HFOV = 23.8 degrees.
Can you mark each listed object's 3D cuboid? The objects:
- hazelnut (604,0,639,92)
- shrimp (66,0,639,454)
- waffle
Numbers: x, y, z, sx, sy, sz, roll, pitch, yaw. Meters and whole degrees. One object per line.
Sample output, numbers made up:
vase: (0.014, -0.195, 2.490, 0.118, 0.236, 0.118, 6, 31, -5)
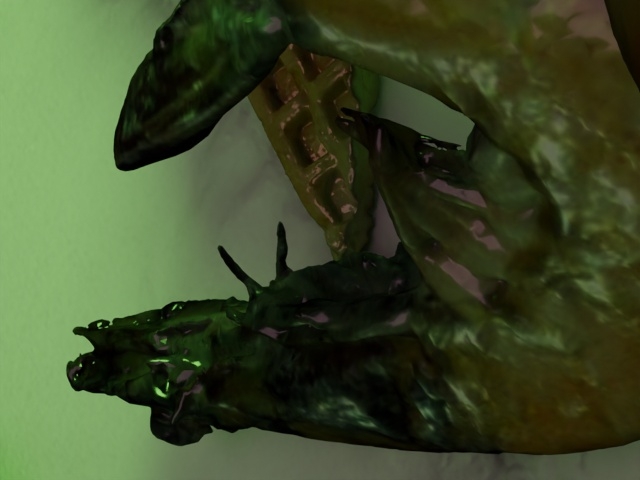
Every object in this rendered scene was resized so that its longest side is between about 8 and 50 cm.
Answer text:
hazelnut: (0.253, -0.125, 0.377, 0.366, 0.366, 0.366, -3, 86, 39)
shrimp: (0.000, 0.000, 0.668, 0.445, 0.085, 0.272, -19, 117, 45)
waffle: (0.023, -0.070, 0.763, 0.125, 0.032, 0.191, -39, 67, 27)
